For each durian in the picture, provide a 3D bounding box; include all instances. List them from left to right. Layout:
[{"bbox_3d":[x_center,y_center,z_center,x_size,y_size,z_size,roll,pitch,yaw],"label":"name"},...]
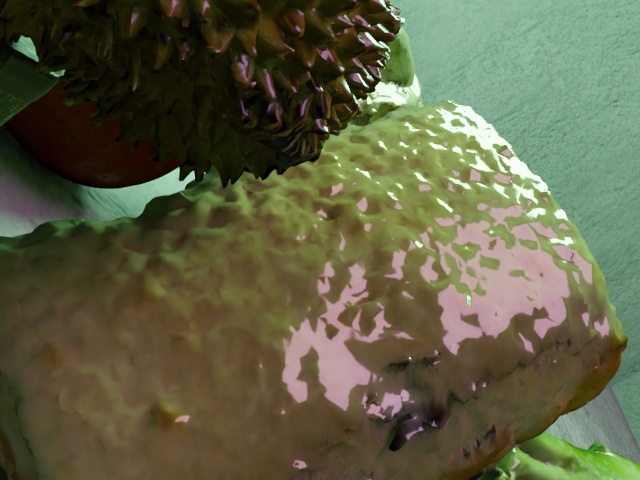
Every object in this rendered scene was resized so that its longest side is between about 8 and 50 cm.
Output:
[{"bbox_3d":[-0.082,-0.153,0.505,0.293,0.258,0.258,10,-30,52],"label":"durian"}]

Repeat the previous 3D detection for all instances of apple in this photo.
[{"bbox_3d":[-0.169,-0.164,0.793,0.234,0.234,0.234,50,17,-22],"label":"apple"}]

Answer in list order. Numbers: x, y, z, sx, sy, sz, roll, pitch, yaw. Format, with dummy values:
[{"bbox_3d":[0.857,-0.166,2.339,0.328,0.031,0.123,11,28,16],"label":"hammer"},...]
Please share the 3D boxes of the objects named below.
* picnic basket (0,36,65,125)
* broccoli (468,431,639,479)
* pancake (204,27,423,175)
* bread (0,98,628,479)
[{"bbox_3d":[-0.288,-0.174,0.617,0.165,0.139,0.267,30,31,-56],"label":"picnic basket"},{"bbox_3d":[0.146,0.180,0.853,0.397,0.275,0.353,-17,102,-35],"label":"broccoli"},{"bbox_3d":[0.017,-0.054,0.981,0.387,0.082,0.387,-22,117,-52],"label":"pancake"},{"bbox_3d":[-0.011,0.069,0.601,0.375,0.165,0.237,-20,67,-28],"label":"bread"}]
